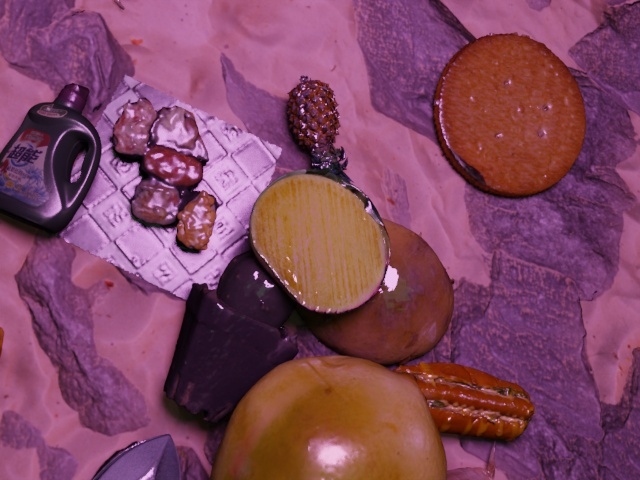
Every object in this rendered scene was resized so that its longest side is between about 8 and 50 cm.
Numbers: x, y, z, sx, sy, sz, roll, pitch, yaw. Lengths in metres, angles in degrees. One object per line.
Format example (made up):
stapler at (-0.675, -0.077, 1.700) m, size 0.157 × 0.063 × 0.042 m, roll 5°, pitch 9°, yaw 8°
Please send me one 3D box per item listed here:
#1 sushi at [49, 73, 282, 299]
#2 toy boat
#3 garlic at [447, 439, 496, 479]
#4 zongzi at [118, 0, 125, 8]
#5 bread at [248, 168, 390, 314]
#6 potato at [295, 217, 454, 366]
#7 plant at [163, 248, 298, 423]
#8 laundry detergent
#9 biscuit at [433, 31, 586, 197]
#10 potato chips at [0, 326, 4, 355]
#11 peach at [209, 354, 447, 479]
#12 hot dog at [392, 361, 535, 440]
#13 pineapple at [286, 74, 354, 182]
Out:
sushi at (-0.230, -0.078, 1.069) m, size 0.294 × 0.059 × 0.292 m, roll 25°, pitch 78°, yaw -12°
toy boat at (-0.291, 0.419, 0.980) m, size 0.141 × 0.092 × 0.319 m, roll 31°, pitch 69°, yaw -9°
garlic at (0.213, 0.403, 1.122) m, size 0.198 × 0.090 × 0.128 m, roll -9°, pitch 71°, yaw -13°
zongzi at (-0.237, -0.451, 1.045) m, size 0.187 × 0.184 × 0.084 m, roll -36°, pitch 93°, yaw -17°
bread at (0.000, 0.000, 1.026) m, size 0.229 × 0.033 × 0.228 m, roll 11°, pitch 64°, yaw -24°
potato at (0.092, 0.079, 1.115) m, size 0.299 × 0.116 × 0.239 m, roll 34°, pitch 80°, yaw -7°
plant at (-0.123, 0.134, 1.022) m, size 0.164 × 0.142 × 0.255 m, roll 31°, pitch 82°, yaw -19°
laundry detergent at (-0.383, -0.128, 1.017) m, size 0.144 × 0.078 × 0.221 m, roll 21°, pitch 76°, yaw 12°
biscuit at (0.339, -0.224, 1.253) m, size 0.306 × 0.038 × 0.305 m, roll 1°, pitch 85°, yaw -16°
potato chips at (-0.480, 0.220, 0.982) m, size 0.037 × 0.026 × 0.203 m, roll 15°, pitch 80°, yaw 0°
peach at (0.016, 0.324, 0.960) m, size 0.316 × 0.281 × 0.314 m, roll -20°, pitch 123°, yaw -28°
hot dog at (0.230, 0.262, 1.150) m, size 0.269 × 0.072 × 0.115 m, roll 9°, pitch 73°, yaw -14°
pineapple at (-0.010, -0.159, 1.125) m, size 0.103 × 0.083 × 0.221 m, roll -9°, pitch 86°, yaw -10°
